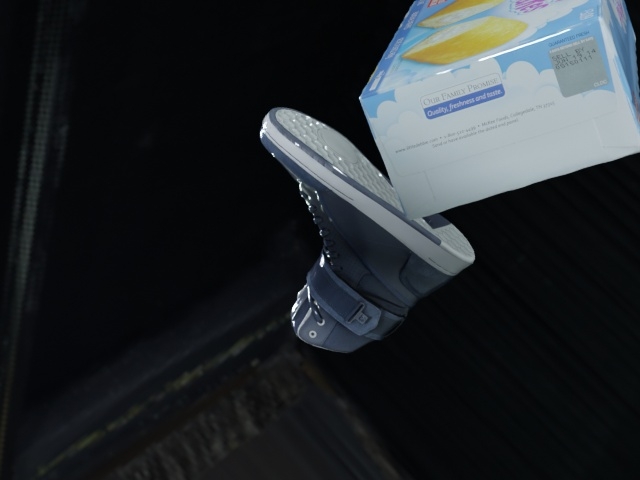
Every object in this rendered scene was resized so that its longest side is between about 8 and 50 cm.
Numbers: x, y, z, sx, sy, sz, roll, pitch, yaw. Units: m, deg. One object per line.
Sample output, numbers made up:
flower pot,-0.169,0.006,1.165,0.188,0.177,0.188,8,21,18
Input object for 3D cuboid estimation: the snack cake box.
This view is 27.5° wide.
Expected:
snack cake box,0.131,-0.118,0.881,0.152,0.089,0.264,-18,18,18

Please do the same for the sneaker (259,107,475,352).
sneaker,0.000,0.001,1.154,0.163,0.226,0.086,-44,18,23
